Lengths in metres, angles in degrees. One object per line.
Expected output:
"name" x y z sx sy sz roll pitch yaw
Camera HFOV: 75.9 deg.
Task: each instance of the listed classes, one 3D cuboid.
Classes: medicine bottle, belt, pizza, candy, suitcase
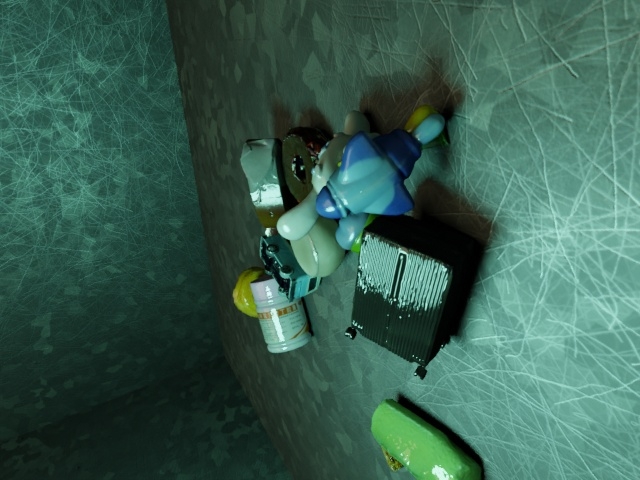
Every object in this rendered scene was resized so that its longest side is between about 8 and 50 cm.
"medicine bottle" -0.174 0.305 1.790 0.202 0.202 0.315 -11 95 63
"belt" -0.179 -0.205 1.478 0.217 0.122 0.338 -76 -22 -59
"pizza" 0.227 0.670 1.392 0.127 0.058 0.246 23 127 56
"candy" 0.287 0.584 1.168 0.344 0.132 0.142 19 79 56
"suitcase" 0.200 0.120 0.957 0.230 0.152 0.334 24 129 28

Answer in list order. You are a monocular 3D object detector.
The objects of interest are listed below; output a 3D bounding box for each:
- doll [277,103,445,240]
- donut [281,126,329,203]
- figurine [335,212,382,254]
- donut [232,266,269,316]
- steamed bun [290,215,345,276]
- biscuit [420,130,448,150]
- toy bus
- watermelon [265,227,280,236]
"doll" 0.080 -0.164 0.914 0.366 0.187 0.375 6 79 57
"donut" -0.037 -0.240 1.329 0.270 0.103 0.269 41 141 45
"figurine" 0.106 -0.077 1.123 0.162 0.143 0.263 121 144 -47
"donut" -0.281 0.243 1.918 0.118 0.254 0.253 -12 94 57
"steamed bun" 0.000 0.000 1.343 0.231 0.145 0.231 51 152 41
"biscuit" 0.242 -0.222 0.897 0.089 0.016 0.046 6 112 62
"toy bus" -0.119 0.092 1.603 0.271 0.165 0.132 52 145 37
"watermelon" -0.195 -0.046 1.757 0.072 0.085 0.092 122 147 -67
